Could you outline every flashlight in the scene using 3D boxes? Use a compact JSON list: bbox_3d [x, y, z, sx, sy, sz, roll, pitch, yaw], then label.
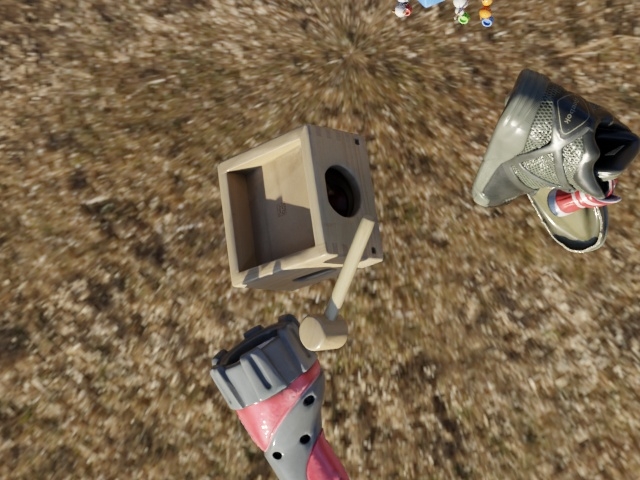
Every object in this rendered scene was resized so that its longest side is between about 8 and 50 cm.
[{"bbox_3d":[0.011,0.221,1.122,0.103,0.103,0.304,-38,100,-30],"label":"flashlight"}]

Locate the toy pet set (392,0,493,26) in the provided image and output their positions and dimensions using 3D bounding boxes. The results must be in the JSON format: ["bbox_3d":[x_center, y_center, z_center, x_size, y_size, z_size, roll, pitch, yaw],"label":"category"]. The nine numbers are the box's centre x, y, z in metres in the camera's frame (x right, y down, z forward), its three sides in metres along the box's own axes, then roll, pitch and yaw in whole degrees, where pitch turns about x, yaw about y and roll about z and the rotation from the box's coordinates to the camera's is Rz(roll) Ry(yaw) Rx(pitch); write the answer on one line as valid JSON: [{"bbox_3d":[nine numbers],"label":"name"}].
[{"bbox_3d":[0.148,-0.297,1.434,0.122,0.065,0.114,9,144,15],"label":"toy pet set"}]

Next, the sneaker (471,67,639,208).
[{"bbox_3d":[0.221,-0.071,1.112,0.130,0.227,0.087,26,69,6],"label":"sneaker"}]

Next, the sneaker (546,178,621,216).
[{"bbox_3d":[0.295,-0.061,1.212,0.118,0.067,0.042,-31,97,-39],"label":"sneaker"}]

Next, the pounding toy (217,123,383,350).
[{"bbox_3d":[0.008,0.003,1.089,0.181,0.094,0.206,-20,72,40],"label":"pounding toy"}]

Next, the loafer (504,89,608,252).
[{"bbox_3d":[0.299,-0.079,1.512,0.094,0.087,0.251,-18,114,31],"label":"loafer"}]
